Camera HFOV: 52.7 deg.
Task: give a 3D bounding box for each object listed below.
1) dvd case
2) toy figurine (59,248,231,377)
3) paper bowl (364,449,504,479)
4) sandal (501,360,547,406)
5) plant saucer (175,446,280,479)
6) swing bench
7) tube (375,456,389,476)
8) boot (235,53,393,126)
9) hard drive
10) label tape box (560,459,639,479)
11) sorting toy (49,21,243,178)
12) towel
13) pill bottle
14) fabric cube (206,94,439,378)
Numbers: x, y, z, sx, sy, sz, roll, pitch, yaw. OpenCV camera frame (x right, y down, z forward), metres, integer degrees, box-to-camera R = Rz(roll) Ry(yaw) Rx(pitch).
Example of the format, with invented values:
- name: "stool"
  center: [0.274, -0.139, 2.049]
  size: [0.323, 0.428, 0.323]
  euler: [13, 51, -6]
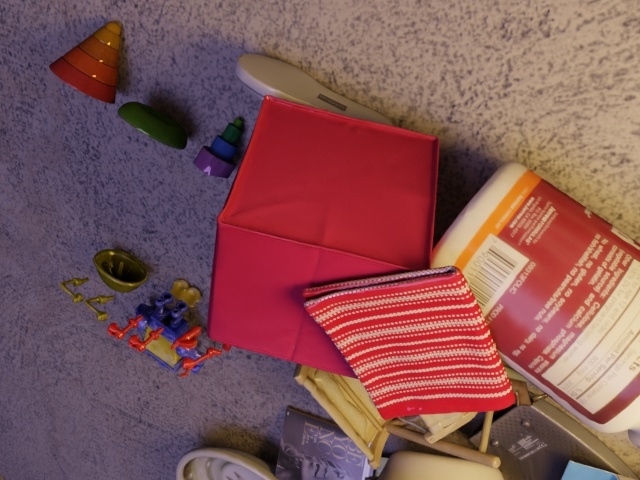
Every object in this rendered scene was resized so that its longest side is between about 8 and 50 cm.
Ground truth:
- name: "dvd case"
  center: [0.012, 0.466, 1.377]
  size: [0.221, 0.018, 0.164]
  euler: [13, 99, 24]
- name: "toy figurine"
  center: [-0.366, 0.202, 1.380]
  size: [0.363, 0.191, 0.217]
  euler: [29, 135, 14]
- name: "paper bowl"
  center: [0.217, 0.461, 1.154]
  size: [0.284, 0.148, 0.284]
  euler: [8, 163, 3]
- name: "sandal"
  center: [0.276, 0.190, 0.962]
  size: [0.303, 0.120, 0.086]
  euler: [27, 111, -21]
- name: "plant saucer"
  center: [-0.167, 0.635, 1.586]
  size: [0.401, 0.100, 0.400]
  euler: [16, 127, 22]
- name: "swing bench"
  center: [0.138, 0.233, 1.061]
  size: [0.255, 0.165, 0.253]
  euler: [-15, 123, 37]
- name: "tube"
  center: [0.171, 0.552, 1.355]
  size: [0.070, 0.062, 0.240]
  euler: [-22, 103, 4]
- name: "boot"
  center: [-0.025, -0.172, 0.975]
  size: [0.258, 0.095, 0.123]
  euler: [30, 131, 5]
- name: "hard drive"
  center: [0.401, 0.372, 1.097]
  size: [0.255, 0.054, 0.172]
  euler: [38, 132, 3]
- name: "label tape box"
  center: [0.533, 0.496, 1.013]
  size: [0.334, 0.106, 0.240]
  euler: [11, 130, 12]
- name: "sorting toy"
  center: [-0.280, -0.251, 1.105]
  size: [0.366, 0.127, 0.126]
  euler: [34, 101, 5]
- name: "towel"
  center: [0.117, 0.140, 0.809]
  size: [0.199, 0.031, 0.275]
  euler: [-11, 132, 24]
- name: "pill bottle"
  center: [0.337, 0.094, 0.821]
  size: [0.392, 0.224, 0.224]
  euler: [38, 132, 13]
- name: "fabric cube"
  center: [0.000, 0.000, 0.896]
  size: [0.259, 0.254, 0.258]
  euler: [14, 140, 0]
